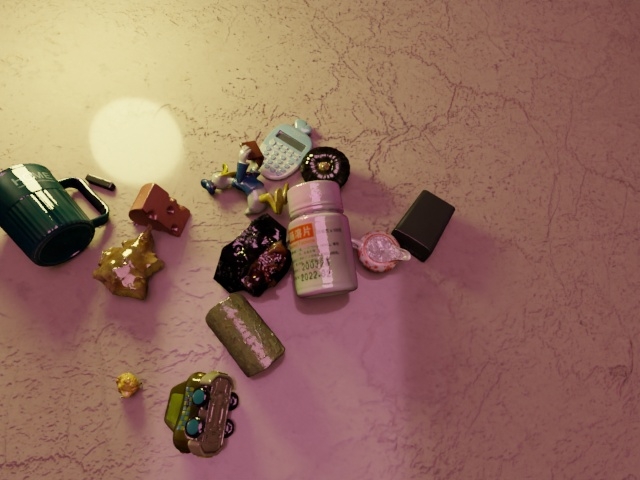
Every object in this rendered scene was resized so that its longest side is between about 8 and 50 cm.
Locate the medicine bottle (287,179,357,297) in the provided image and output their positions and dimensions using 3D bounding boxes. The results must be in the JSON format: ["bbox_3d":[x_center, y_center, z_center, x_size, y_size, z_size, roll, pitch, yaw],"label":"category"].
[{"bbox_3d":[0.000,0.000,1.565,0.220,0.219,0.387,-7,80,-7],"label":"medicine bottle"}]

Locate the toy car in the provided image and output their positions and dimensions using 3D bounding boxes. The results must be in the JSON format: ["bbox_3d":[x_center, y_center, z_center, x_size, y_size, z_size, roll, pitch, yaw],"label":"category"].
[{"bbox_3d":[-0.395,0.541,1.399,0.198,0.204,0.247,-3,66,20],"label":"toy car"}]

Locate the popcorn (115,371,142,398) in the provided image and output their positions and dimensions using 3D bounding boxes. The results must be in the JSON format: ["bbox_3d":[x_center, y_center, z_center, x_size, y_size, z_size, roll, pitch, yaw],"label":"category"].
[{"bbox_3d":[-0.621,0.472,1.453,0.084,0.084,0.084,1,70,-4],"label":"popcorn"}]

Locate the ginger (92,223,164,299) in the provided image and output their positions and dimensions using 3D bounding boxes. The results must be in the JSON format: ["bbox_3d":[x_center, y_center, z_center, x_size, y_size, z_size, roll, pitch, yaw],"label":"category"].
[{"bbox_3d":[-0.668,0.070,1.572,0.219,0.123,0.269,15,60,-2],"label":"ginger"}]

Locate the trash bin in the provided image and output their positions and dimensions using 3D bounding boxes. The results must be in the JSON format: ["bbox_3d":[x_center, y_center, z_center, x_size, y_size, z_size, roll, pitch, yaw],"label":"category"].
[{"bbox_3d":[0.394,-0.061,1.705,0.165,0.115,0.225,33,67,9],"label":"trash bin"}]

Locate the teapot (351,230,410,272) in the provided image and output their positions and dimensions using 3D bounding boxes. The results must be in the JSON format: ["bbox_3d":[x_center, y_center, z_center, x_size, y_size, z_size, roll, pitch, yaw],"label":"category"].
[{"bbox_3d":[0.204,0.038,1.652,0.246,0.116,0.159,12,82,-2],"label":"teapot"}]

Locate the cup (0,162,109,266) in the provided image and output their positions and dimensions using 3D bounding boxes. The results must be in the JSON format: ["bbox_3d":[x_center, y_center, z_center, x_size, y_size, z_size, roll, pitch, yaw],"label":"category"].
[{"bbox_3d":[-0.960,-0.084,1.571,0.292,0.308,0.242,45,105,11],"label":"cup"}]

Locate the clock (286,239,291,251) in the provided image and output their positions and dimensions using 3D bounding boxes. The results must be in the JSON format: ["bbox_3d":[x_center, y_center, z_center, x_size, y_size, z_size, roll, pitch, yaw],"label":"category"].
[{"bbox_3d":[-0.094,0.030,1.680,0.085,0.017,0.085,1,69,-3],"label":"clock"}]

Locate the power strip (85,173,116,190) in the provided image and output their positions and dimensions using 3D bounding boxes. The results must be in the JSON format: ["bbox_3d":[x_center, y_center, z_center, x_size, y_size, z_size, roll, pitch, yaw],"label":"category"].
[{"bbox_3d":[-0.848,-0.223,1.708,0.111,0.038,0.029,19,71,4],"label":"power strip"}]

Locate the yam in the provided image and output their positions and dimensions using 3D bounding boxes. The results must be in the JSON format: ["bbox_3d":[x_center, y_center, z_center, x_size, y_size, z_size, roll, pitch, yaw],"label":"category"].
[{"bbox_3d":[-0.251,0.320,1.487,0.161,0.161,0.268,-38,78,-16],"label":"yam"}]

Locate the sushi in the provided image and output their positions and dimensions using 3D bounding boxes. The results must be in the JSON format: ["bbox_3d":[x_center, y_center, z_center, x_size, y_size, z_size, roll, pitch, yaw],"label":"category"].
[{"bbox_3d":[-0.220,0.077,1.572,0.212,0.215,0.227,41,52,6],"label":"sushi"}]

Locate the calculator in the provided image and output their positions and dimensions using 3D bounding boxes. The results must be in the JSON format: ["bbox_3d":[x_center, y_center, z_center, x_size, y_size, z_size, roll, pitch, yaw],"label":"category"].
[{"bbox_3d":[-0.141,-0.374,1.815,0.188,0.042,0.302,33,71,9],"label":"calculator"}]

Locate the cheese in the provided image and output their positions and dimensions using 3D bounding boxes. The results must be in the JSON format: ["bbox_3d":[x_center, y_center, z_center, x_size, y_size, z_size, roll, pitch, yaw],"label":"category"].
[{"bbox_3d":[-0.605,-0.118,1.612,0.203,0.177,0.128,19,69,3],"label":"cheese"}]

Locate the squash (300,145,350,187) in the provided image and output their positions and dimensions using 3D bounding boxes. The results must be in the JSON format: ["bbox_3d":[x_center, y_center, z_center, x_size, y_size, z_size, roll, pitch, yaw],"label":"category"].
[{"bbox_3d":[0.018,-0.281,1.735,0.193,0.156,0.193,-8,66,19],"label":"squash"}]

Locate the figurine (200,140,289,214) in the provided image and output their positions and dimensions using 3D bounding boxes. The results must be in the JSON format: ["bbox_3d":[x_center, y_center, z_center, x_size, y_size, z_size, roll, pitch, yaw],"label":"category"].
[{"bbox_3d":[-0.301,-0.236,1.678,0.339,0.204,0.283,-1,96,10],"label":"figurine"}]
